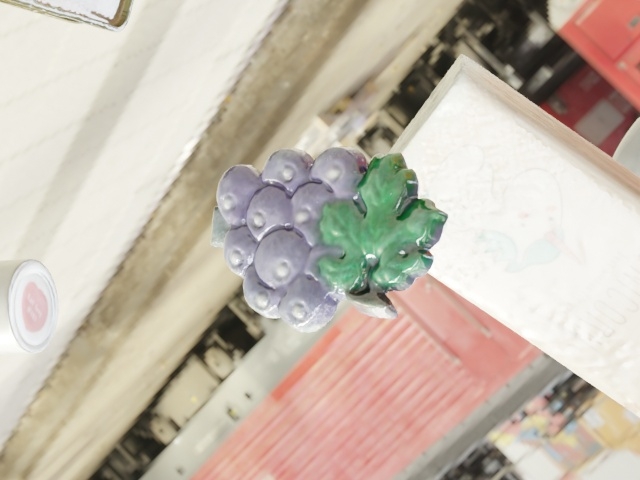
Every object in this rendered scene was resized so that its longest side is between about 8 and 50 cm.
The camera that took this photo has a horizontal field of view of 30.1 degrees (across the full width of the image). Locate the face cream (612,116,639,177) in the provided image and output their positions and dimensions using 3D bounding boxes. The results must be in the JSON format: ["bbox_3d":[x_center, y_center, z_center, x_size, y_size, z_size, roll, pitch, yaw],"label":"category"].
[{"bbox_3d":[0.372,-0.079,1.267,0.104,0.117,0.117,-48,175,-6],"label":"face cream"}]

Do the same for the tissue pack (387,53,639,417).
[{"bbox_3d":[0.201,0.005,0.986,0.170,0.325,0.071,-55,-177,30],"label":"tissue pack"}]

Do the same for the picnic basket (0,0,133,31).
[{"bbox_3d":[-0.273,-0.296,1.074,0.267,0.139,0.165,-1,108,-68],"label":"picnic basket"}]

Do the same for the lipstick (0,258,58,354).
[{"bbox_3d":[-0.410,0.068,1.115,0.327,0.087,0.087,-4,-172,18],"label":"lipstick"}]

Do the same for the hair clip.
[{"bbox_3d":[0.001,0.000,0.782,0.195,0.124,0.052,1,173,41],"label":"hair clip"}]
